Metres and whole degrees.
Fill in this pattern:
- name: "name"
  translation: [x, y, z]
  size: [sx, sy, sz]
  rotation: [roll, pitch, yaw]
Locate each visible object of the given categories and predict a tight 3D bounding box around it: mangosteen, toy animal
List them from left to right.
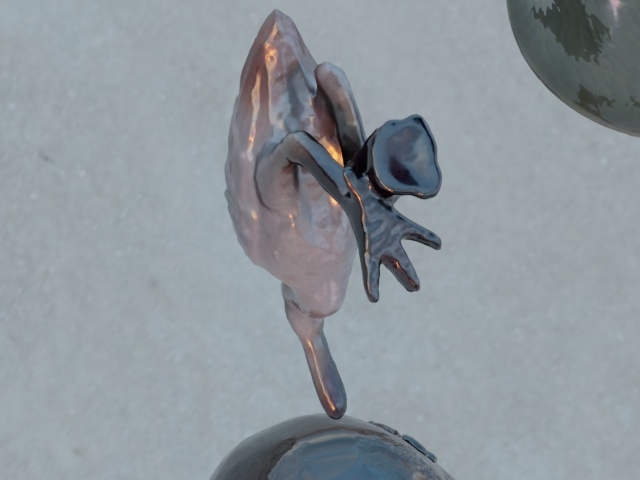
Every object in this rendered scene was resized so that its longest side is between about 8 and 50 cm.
- name: "toy animal"
  translation: [-0.010, -0.014, 1.004]
  size: [0.090, 0.324, 0.195]
  rotation: [-16, 71, -16]
- name: "mangosteen"
  translation: [0.000, 0.301, 1.353]
  size: [0.275, 0.275, 0.302]
  rotation: [29, 79, -11]

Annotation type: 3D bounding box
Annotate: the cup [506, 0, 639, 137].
- name: "cup"
  translation: [0.179, -0.168, 0.754]
  size: [0.199, 0.150, 0.199]
  rotation: [-6, 63, 12]
